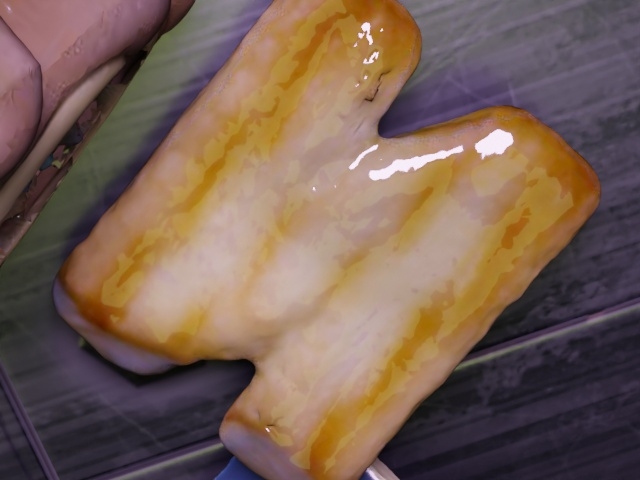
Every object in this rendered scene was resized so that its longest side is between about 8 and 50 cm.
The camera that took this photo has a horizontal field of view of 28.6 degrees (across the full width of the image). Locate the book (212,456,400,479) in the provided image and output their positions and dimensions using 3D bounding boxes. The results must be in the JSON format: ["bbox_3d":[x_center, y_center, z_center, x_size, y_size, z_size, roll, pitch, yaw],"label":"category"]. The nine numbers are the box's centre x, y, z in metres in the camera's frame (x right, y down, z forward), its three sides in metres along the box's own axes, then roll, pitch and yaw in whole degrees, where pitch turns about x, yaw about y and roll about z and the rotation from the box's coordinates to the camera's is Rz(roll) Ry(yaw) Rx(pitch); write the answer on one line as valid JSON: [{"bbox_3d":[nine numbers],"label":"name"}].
[{"bbox_3d":[-0.046,0.356,0.881,0.300,0.039,0.428,43,104,10],"label":"book"}]

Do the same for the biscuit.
[{"bbox_3d":[0.000,0.000,0.777,0.237,0.062,0.291,37,104,-7],"label":"biscuit"}]

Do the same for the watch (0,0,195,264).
[{"bbox_3d":[-0.274,-0.112,0.621,0.327,0.314,0.335,35,116,-7],"label":"watch"}]
